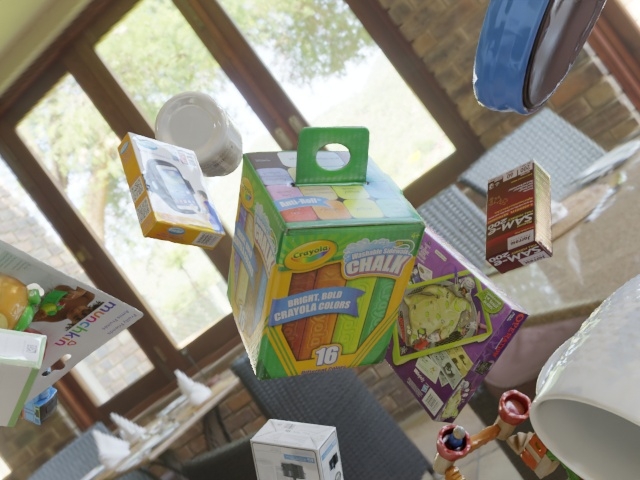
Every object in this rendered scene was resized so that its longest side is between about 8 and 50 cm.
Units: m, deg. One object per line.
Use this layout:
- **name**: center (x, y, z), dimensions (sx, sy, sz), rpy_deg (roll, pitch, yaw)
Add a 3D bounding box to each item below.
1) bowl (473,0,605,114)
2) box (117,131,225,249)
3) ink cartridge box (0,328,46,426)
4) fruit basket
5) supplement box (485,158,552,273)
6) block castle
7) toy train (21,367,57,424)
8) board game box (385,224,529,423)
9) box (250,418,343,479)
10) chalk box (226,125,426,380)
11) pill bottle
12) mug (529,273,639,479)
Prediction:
- **bowl**: center (0.366, -0.376, 1.029), dimensions (0.391, 0.077, 0.391), rpy_deg (-46, -27, -31)
- **box**: center (-0.152, -0.056, 0.674), dimensions (0.081, 0.136, 0.028), rpy_deg (12, -45, -45)
- **ink cartridge box**: center (-0.477, 0.160, 0.817), dimensions (0.171, 0.235, 0.056), rpy_deg (-51, 34, 40)
- **fruit basket**: center (-0.489, 0.143, 0.957), dimensions (0.327, 0.353, 0.165), rpy_deg (-35, 45, 11)
- **supplement box**: center (0.446, -0.055, 1.513), dimensions (0.130, 0.073, 0.239), rpy_deg (-27, 39, 40)
- **block castle**: center (0.521, 0.615, 1.656), dimensions (0.303, 0.453, 0.212), rpy_deg (-21, -38, -24)
- **toy train**: center (-0.657, 0.327, 1.522), dimensions (0.080, 0.105, 0.184), rpy_deg (-57, -20, -59)
- **board game box**: center (0.159, 0.101, 1.092), dimensions (0.208, 0.056, 0.347), rpy_deg (-63, 36, 18)
- **box**: center (-0.037, 0.540, 1.441), dimensions (0.169, 0.289, 0.087), rpy_deg (0, 18, 26)
- **chalk box**: center (0.000, 0.000, 0.828), dimensions (0.180, 0.179, 0.288), rpy_deg (-4, -54, -22)
- **pill bottle**: center (-0.215, -0.187, 1.258), dimensions (0.131, 0.131, 0.229), rpy_deg (-36, -5, 1)
- **mug**: center (0.500, 0.209, 1.059), dimensions (0.328, 0.276, 0.374), rpy_deg (-48, 12, -24)
